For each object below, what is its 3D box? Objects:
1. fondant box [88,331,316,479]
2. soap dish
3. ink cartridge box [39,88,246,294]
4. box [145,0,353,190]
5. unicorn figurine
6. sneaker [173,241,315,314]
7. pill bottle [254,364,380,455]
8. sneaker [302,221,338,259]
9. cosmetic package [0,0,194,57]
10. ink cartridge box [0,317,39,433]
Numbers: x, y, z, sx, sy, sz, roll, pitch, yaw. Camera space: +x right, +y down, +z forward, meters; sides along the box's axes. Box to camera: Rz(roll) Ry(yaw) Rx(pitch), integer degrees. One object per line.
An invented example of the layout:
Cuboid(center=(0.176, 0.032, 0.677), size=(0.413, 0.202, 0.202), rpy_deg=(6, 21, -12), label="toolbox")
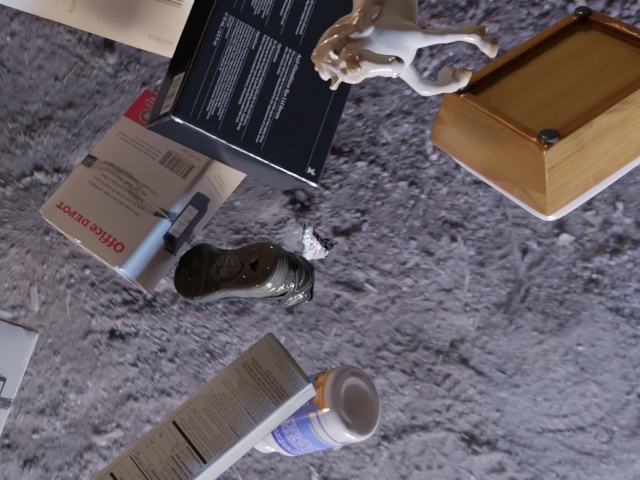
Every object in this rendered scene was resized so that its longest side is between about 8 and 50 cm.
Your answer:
Cuboid(center=(-0.161, 0.279, 1.233), size=(0.330, 0.238, 0.096), rpy_deg=(-38, 79, -7), label="fondant box")
Cuboid(center=(0.317, -0.173, 1.120), size=(0.291, 0.229, 0.118), rpy_deg=(-32, 134, -14), label="soap dish")
Cuboid(center=(-0.246, -0.070, 1.243), size=(0.172, 0.100, 0.237), rpy_deg=(31, 75, 24), label="ink cartridge box")
Cuboid(center=(-0.057, -0.211, 0.985), size=(0.184, 0.103, 0.261), rpy_deg=(24, 79, -24), label="box")
Cuboid(center=(0.043, -0.124, 0.482), size=(0.111, 0.060, 0.161), rpy_deg=(5, 55, -24), label="unicorn figurine")
Cuboid(center=(-0.094, 0.054, 1.172), size=(0.130, 0.228, 0.087), rpy_deg=(25, 67, -42), label="sneaker")
Cuboid(center=(-0.025, 0.353, 1.789), size=(0.152, 0.272, 0.152), rpy_deg=(25, 54, -40), label="pill bottle")
Cuboid(center=(0.000, 0.000, 1.663), size=(0.069, 0.098, 0.038), rpy_deg=(2, 53, 1), label="sneaker")
Cuboid(center=(-0.317, -0.555, 1.346), size=(0.328, 0.329, 0.393), rpy_deg=(14, 42, -21), label="cosmetic package")
Cuboid(center=(-0.588, 0.254, 1.406), size=(0.122, 0.211, 0.289), rpy_deg=(28, 72, -35), label="ink cartridge box")
